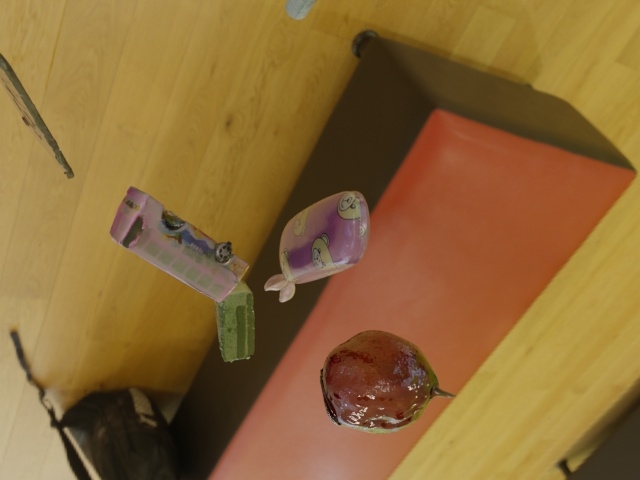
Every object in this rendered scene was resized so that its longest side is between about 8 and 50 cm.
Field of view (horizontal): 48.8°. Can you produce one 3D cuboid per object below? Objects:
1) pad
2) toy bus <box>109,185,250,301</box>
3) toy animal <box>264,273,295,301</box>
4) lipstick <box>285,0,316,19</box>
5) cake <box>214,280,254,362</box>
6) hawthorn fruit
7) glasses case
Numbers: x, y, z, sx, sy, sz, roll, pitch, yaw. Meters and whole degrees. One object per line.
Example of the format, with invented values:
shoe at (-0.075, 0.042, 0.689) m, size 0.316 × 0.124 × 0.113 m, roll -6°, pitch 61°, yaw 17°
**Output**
pad at (-0.590, -0.277, 1.380) m, size 0.018 × 0.286 × 0.284 m, roll -34°, pitch 137°, yaw -17°
toy bus at (-0.260, 0.011, 1.312) m, size 0.274 × 0.090 × 0.112 m, roll 38°, pitch 80°, yaw -40°
toy animal at (-0.056, 0.071, 1.902) m, size 0.124 × 0.124 × 0.212 m, roll 30°, pitch 81°, yaw -40°
lipstick at (-0.023, -0.449, 1.269) m, size 0.048 × 0.048 × 0.158 m, roll -8°, pitch 178°, yaw -17°
cake at (-0.233, 0.232, 1.949) m, size 0.100 × 0.099 × 0.235 m, roll -9°, pitch 100°, yaw -19°
hawthorn fruit at (0.120, 0.265, 1.286) m, size 0.251 × 0.189 × 0.189 m, roll 3°, pitch 147°, yaw 32°
glasses case at (0.000, 0.000, 1.228) m, size 0.076 × 0.123 × 0.316 m, roll 6°, pitch 167°, yaw -23°
